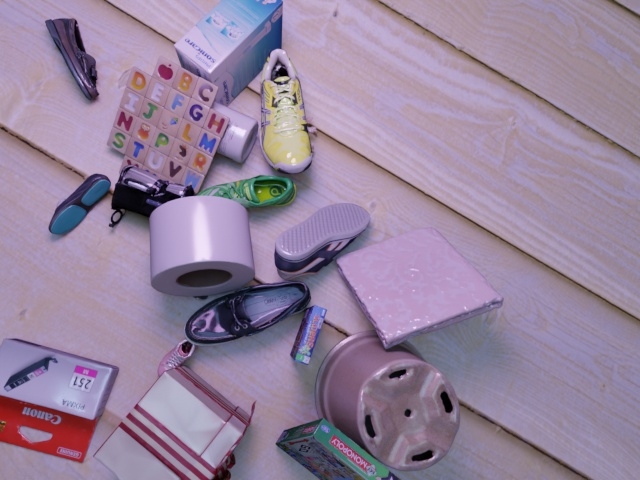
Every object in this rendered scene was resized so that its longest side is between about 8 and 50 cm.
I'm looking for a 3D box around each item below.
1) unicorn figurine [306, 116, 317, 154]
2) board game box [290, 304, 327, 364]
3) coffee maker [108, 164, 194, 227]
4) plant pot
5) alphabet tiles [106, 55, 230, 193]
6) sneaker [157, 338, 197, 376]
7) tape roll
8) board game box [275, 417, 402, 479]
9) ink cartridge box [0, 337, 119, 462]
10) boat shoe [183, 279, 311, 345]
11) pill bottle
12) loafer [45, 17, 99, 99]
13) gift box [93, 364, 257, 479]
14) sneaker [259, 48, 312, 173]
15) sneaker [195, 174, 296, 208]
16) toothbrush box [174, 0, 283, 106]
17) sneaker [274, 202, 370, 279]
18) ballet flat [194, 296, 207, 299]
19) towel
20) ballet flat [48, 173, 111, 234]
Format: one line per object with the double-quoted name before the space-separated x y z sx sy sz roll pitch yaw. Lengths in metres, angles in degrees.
"unicorn figurine" -0.071 -0.288 1.277 0.111 0.060 0.161 6 64 4
"board game box" -0.034 0.235 1.097 0.035 0.201 0.136 21 78 -3
"coffee maker" -0.447 -0.095 1.166 0.178 0.120 0.171 22 117 1
"plant pot" 0.167 0.384 1.038 0.334 0.305 0.333 1 78 -7
"alphabet tiles" -0.411 -0.290 1.162 0.285 0.011 0.342 29 109 0
"sneaker" -0.367 0.298 1.112 0.051 0.070 0.134 44 78 0
"tape roll" -0.291 0.021 1.073 0.246 0.246 0.169 -8 67 -8
"board game box" 0.028 0.503 0.993 0.213 0.317 0.046 38 57 2
"ink cartridge box" -0.676 0.392 1.063 0.275 0.060 0.238 17 76 -3
"boat shoe" -0.180 0.178 1.115 0.340 0.113 0.127 -11 75 -17
"pill bottle" -0.301 -0.319 1.212 0.229 0.131 0.131 24 77 -1
"loafer" -0.683 -0.524 1.230 0.084 0.096 0.267 -29 81 -17
"gift box" -0.297 0.444 0.998 0.258 0.255 0.276 39 82 4
"sneaker" -0.110 -0.354 1.195 0.145 0.147 0.384 -11 65 -6
"sneaker" -0.211 -0.129 1.188 0.296 0.123 0.109 -15 81 -9
"toothbrush box" -0.244 -0.539 1.221 0.126 0.216 0.295 38 78 2
"sneaker" 0.000 0.000 1.197 0.321 0.127 0.126 -25 56 -35
"ballet flat" -0.370 0.098 1.173 0.173 0.049 0.057 42 49 -2
"towel" 0.240 0.105 1.132 0.317 0.053 0.332 -19 39 -9
"ballet flat" -0.649 -0.104 1.166 0.074 0.074 0.203 42 83 3
